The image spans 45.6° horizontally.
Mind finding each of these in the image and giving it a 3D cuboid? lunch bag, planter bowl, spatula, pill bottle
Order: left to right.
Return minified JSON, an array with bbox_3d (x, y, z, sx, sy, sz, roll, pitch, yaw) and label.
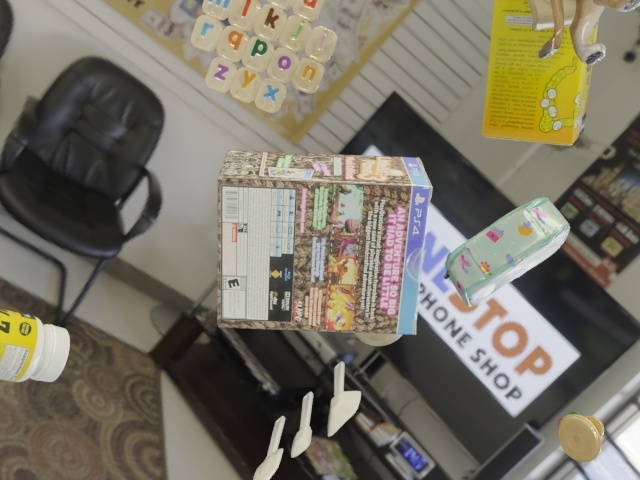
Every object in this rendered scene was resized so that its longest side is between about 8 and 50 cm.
[{"bbox_3d":[-0.552,0.178,1.312,0.208,0.119,0.119,21,24,-38],"label":"pill bottle"},{"bbox_3d":[-0.015,0.232,0.987,0.019,0.168,0.242,45,6,-2],"label":"spatula"},{"bbox_3d":[0.135,0.175,1.907,0.162,0.162,0.109,48,2,26],"label":"planter bowl"},{"bbox_3d":[0.402,0.029,1.680,0.108,0.279,0.224,58,3,17],"label":"lunch bag"}]

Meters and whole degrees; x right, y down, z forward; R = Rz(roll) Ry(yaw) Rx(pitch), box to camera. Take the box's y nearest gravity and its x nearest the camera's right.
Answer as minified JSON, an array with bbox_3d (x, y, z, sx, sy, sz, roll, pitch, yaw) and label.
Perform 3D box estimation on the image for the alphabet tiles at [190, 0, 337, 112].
[{"bbox_3d":[-0.117,-0.421,1.592,0.284,0.278,0.021,21,19,-8],"label":"alphabet tiles"}]

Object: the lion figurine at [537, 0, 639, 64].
[{"bbox_3d":[0.429,-0.414,0.989,0.142,0.392,0.240,32,37,-60],"label":"lion figurine"}]

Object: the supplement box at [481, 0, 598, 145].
[{"bbox_3d":[0.480,-0.402,1.641,0.195,0.356,0.194,10,21,24],"label":"supplement box"}]

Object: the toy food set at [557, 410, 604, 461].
[{"bbox_3d":[0.431,0.327,1.270,0.020,0.083,0.083,-9,10,-40],"label":"toy food set"}]

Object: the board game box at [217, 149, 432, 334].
[{"bbox_3d":[0.000,0.000,1.116,0.291,0.232,0.141,3,23,-2],"label":"board game box"}]

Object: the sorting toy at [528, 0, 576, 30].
[{"bbox_3d":[0.388,-0.490,1.337,0.307,0.041,0.229,-21,100,-39],"label":"sorting toy"}]
